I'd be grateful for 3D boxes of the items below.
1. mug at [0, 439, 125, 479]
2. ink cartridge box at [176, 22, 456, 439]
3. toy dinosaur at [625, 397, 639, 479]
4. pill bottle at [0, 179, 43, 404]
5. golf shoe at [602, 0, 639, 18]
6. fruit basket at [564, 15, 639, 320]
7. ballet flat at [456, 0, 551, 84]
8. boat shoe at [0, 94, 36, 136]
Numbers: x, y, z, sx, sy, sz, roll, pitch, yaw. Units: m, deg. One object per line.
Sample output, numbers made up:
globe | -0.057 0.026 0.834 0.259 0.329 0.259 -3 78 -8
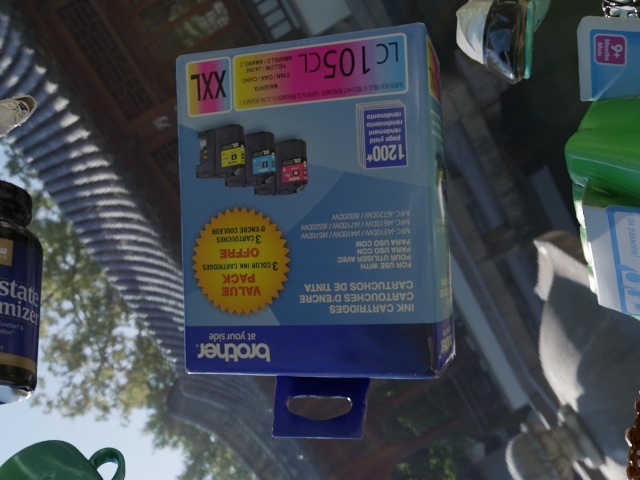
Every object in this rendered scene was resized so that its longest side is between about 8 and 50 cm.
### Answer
mug | -0.310 0.308 0.837 0.097 0.158 0.129 26 158 39
ink cartridge box | 0.000 0.000 0.746 0.151 0.269 0.396 -3 -90 -72
toy dinosaur | 0.316 0.221 0.541 0.218 0.322 0.164 23 154 -17
pill bottle | -0.353 0.052 0.726 0.123 0.122 0.219 53 -153 -64
golf shoe | 0.335 -0.266 0.752 0.077 0.198 0.094 28 116 42
fruit basket | 0.358 0.000 0.496 0.353 0.165 0.327 26 155 43
ballet flat | 0.216 -0.258 0.839 0.280 0.096 0.095 -58 -33 -51
boat shoe | -0.327 -0.136 0.745 0.035 0.035 0.100 62 -172 -17
